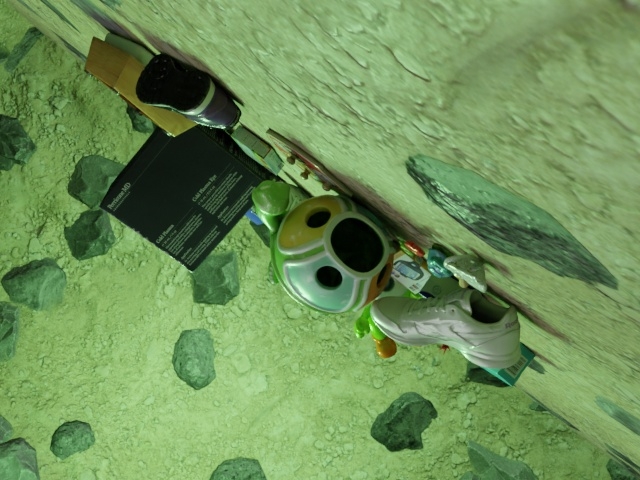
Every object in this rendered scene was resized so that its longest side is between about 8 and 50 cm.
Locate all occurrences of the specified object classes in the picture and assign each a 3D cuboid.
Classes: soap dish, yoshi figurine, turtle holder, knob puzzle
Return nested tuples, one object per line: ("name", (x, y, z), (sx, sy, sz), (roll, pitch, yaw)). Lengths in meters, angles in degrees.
("soap dish", (-0.426, -0.371, 1.635), (0.229, 0.118, 0.291), (39, 177, -40))
("yoshi figurine", (0.196, 0.186, 1.905), (0.203, 0.204, 0.362), (8, 136, 33))
("turtle holder", (0.018, -0.002, 1.415), (0.320, 0.243, 0.227), (65, 158, 0))
("knob puzzle", (-0.040, -0.152, 1.379), (0.213, 0.030, 0.213), (37, 177, 2))

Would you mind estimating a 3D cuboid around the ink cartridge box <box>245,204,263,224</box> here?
("ink cartridge box", (-0.271, -0.174, 2.301), (0.371, 0.069, 0.176), (57, -171, 35))

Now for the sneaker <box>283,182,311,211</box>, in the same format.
("sneaker", (-0.033, -0.078, 1.924), (0.123, 0.106, 0.290), (22, 176, 39))

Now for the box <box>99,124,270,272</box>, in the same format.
("box", (-0.363, -0.151, 1.874), (0.312, 0.343, 0.179), (38, -165, -21))

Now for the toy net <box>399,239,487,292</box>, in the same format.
("toy net", (0.214, 0.031, 1.147), (0.122, 0.045, 0.232), (40, 175, -12))

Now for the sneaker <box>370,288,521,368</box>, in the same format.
("sneaker", (0.242, 0.139, 1.332), (0.305, 0.114, 0.152), (12, 127, 25))

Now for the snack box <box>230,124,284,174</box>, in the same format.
("snack box", (-0.147, -0.211, 1.619), (0.100, 0.037, 0.141), (38, 177, 13))

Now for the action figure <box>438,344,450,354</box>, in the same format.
("action figure", (0.336, 0.238, 2.058), (0.280, 0.139, 0.091), (34, 177, 9))

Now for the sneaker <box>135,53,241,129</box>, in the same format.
("sneaker", (-0.264, -0.280, 1.366), (0.124, 0.107, 0.283), (31, -178, -46))

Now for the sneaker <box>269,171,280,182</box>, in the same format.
("sneaker", (-0.133, -0.146, 2.066), (0.234, 0.078, 0.106), (30, 163, 15))

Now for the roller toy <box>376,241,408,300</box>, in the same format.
("roller toy", (0.128, 0.067, 1.657), (0.209, 0.146, 0.191), (35, 176, 37))

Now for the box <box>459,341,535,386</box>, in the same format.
("box", (0.449, 0.288, 1.790), (0.060, 0.100, 0.244), (39, 176, -16))

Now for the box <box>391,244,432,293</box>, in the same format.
("box", (0.205, 0.069, 1.534), (0.136, 0.028, 0.081), (39, 136, -16))

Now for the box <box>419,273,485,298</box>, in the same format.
("box", (0.295, 0.134, 1.474), (0.126, 0.072, 0.137), (34, 176, 30))

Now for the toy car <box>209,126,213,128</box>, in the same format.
("toy car", (-0.224, -0.289, 1.531), (0.122, 0.060, 0.041), (125, 136, -71))
